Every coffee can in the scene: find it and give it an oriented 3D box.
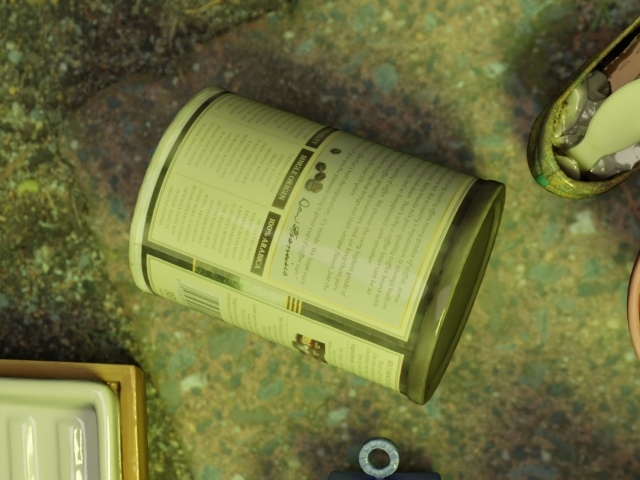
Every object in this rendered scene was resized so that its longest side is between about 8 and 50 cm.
[{"bbox_3d":[0.000,0.000,0.988,0.275,0.201,0.202,21,101,13],"label":"coffee can"}]

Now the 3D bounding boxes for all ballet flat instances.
[{"bbox_3d":[0.310,-0.163,0.927,0.348,0.123,0.123,-45,83,15],"label":"ballet flat"}]

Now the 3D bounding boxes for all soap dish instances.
[{"bbox_3d":[-0.307,0.229,1.145,0.290,0.118,0.229,0,96,16],"label":"soap dish"}]

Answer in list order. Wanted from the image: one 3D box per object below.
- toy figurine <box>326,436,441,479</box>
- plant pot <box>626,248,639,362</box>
[{"bbox_3d":[0.079,0.289,1.009,0.362,0.191,0.217,-3,90,15],"label":"toy figurine"},{"bbox_3d":[0.351,0.043,0.901,0.201,0.180,0.202,2,96,15],"label":"plant pot"}]
